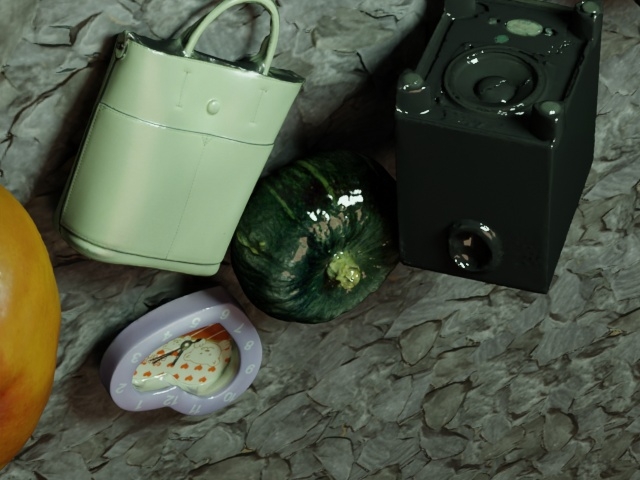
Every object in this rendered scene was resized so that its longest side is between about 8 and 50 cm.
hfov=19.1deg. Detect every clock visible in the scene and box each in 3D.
[{"bbox_3d":[-0.154,0.118,2.172,0.198,0.064,0.172,8,123,-41],"label":"clock"}]

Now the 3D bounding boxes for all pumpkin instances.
[{"bbox_3d":[0.001,-0.001,2.101,0.211,0.152,0.212,-35,147,-27],"label":"pumpkin"}]

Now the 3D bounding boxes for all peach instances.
[{"bbox_3d":[-0.399,0.083,1.770,0.342,0.302,0.343,-20,138,-19],"label":"peach"}]

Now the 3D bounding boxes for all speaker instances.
[{"bbox_3d":[0.189,-0.116,2.038,0.254,0.184,0.232,85,23,-46],"label":"speaker"}]

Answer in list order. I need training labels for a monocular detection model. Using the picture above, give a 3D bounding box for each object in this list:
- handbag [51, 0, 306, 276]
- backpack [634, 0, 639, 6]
[{"bbox_3d":[-0.140,-0.123,1.961,0.241,0.109,0.315,9,109,-43],"label":"handbag"},{"bbox_3d":[0.477,-0.421,1.977,0.446,0.255,0.363,-47,143,-11],"label":"backpack"}]
